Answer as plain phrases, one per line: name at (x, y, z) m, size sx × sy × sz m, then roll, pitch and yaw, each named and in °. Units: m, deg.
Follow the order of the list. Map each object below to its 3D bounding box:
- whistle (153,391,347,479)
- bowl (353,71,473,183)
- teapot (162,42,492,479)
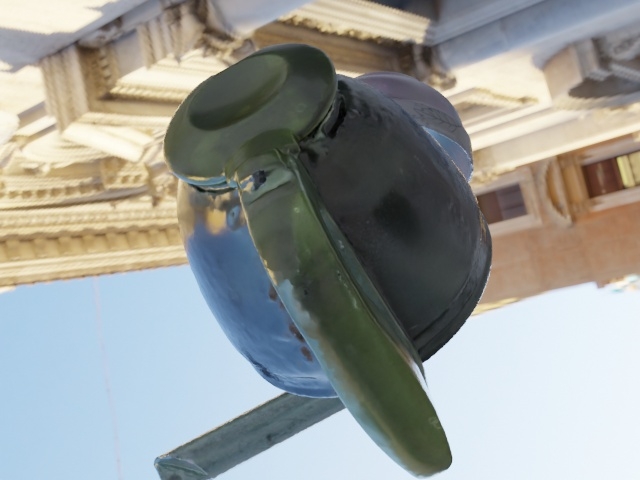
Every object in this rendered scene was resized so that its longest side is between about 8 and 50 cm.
whistle at (-0.067, 0.242, 1.136) m, size 0.312 × 0.062 × 0.062 m, roll -25°, pitch -80°, yaw -15°
bowl at (0.103, -0.169, 1.402) m, size 0.287 × 0.287 × 0.143 m, roll 33°, pitch -128°, yaw -43°
teapot at (-0.019, 0.001, 0.662) m, size 0.239 × 0.240 × 0.321 m, roll 54°, pitch -143°, yaw -38°
